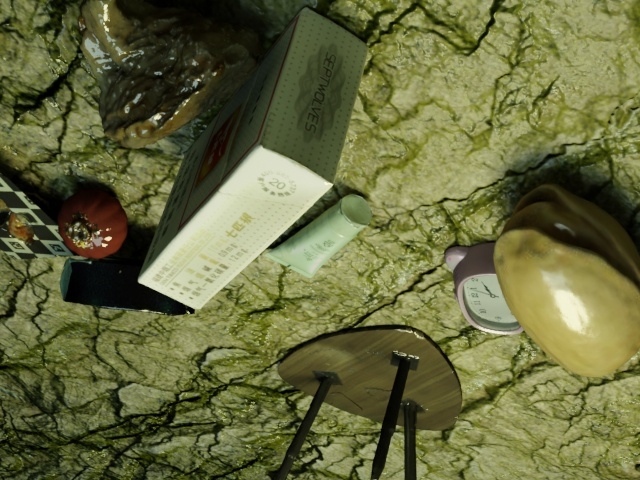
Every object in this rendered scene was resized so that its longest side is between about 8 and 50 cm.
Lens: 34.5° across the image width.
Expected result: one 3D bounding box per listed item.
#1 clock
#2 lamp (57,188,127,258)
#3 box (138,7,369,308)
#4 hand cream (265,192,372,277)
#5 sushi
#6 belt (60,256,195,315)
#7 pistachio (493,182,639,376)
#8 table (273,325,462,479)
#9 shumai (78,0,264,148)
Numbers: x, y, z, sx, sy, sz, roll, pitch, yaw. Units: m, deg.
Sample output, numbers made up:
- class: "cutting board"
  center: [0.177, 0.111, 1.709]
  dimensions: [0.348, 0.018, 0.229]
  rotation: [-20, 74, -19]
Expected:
- class: "clock"
  center: [0.226, 0.068, 1.399]
  dimensions: [0.110, 0.050, 0.152]
  rotation: [1, 141, 19]
- class: "lamp"
  center: [-0.320, -0.023, 1.444]
  dimensions: [0.101, 0.090, 0.101]
  rotation: [4, 104, 16]
- class: "box"
  center: [-0.081, -0.083, 1.175]
  dimensions: [0.095, 0.210, 0.330]
  rotation: [28, 143, -19]
- class: "hand cream"
  center: [0.000, 0.000, 1.396]
  dimensions: [0.078, 0.049, 0.205]
  rotation: [26, 147, -18]
- class: "sushi"
  center: [-0.454, -0.049, 1.501]
  dimensions: [0.193, 0.040, 0.210]
  rotation: [-4, 143, 35]
- class: "belt"
  center: [-0.280, 0.065, 1.510]
  dimensions: [0.199, 0.078, 0.151]
  rotation: [5, 178, -5]
- class: "pistachio"
  center: [0.314, 0.062, 1.267]
  dimensions: [0.182, 0.162, 0.293]
  rotation: [1, 143, 39]
- class: "table"
  center: [0.085, 0.330, 1.630]
  dimensions: [0.318, 0.249, 0.317]
  rotation: [10, 144, 7]
- class: "shumai"
  center: [-0.179, -0.209, 1.123]
  dimensions: [0.206, 0.166, 0.175]
  rotation: [-25, 102, 27]
